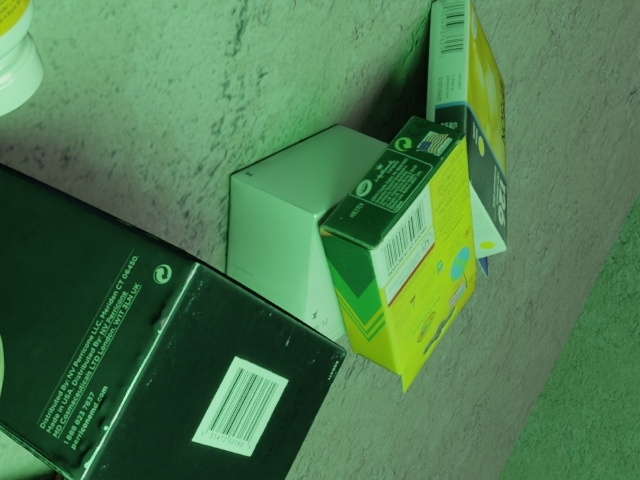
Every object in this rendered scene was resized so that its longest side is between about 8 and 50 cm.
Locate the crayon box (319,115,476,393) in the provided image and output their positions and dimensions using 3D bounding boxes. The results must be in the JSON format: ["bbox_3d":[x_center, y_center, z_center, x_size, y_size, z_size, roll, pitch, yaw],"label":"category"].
[{"bbox_3d":[0.109,0.028,1.212,0.202,0.081,0.318,-50,148,-27],"label":"crayon box"}]

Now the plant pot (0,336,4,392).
[{"bbox_3d":[-0.345,0.048,0.552,0.323,0.280,0.323,-41,145,-38],"label":"plant pot"}]

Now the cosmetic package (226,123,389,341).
[{"bbox_3d":[0.000,0.000,1.239,0.224,0.138,0.224,-32,136,-45],"label":"cosmetic package"}]

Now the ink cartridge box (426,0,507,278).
[{"bbox_3d":[0.231,-0.145,1.419,0.307,0.072,0.303,46,41,-52],"label":"ink cartridge box"}]

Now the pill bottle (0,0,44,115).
[{"bbox_3d":[-0.269,-0.186,0.661,0.117,0.118,0.208,-48,148,-27],"label":"pill bottle"}]

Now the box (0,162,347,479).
[{"bbox_3d":[-0.182,0.081,0.832,0.182,0.294,0.296,-63,152,-8],"label":"box"}]

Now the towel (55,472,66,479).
[{"bbox_3d":[-0.274,0.304,1.138,0.144,0.029,0.197,10,106,-60],"label":"towel"}]
